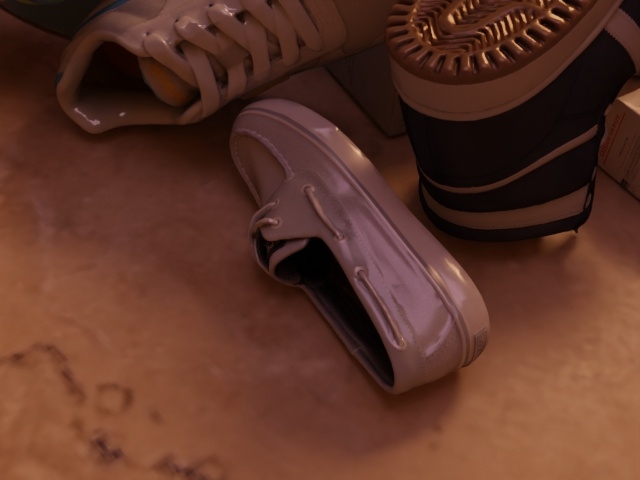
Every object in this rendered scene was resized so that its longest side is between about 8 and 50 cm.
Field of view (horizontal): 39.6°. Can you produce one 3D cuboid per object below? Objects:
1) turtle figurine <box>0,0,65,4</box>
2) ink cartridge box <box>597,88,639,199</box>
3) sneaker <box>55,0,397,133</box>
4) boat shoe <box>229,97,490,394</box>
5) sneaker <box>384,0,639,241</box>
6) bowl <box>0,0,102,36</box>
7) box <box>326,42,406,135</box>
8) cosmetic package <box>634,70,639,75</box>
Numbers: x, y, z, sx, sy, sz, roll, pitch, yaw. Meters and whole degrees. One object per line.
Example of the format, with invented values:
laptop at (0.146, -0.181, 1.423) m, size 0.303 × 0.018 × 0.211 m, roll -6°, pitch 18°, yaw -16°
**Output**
turtle figurine at (-0.260, -0.190, 0.455) m, size 0.275 × 0.197 × 0.266 m, roll -34°, pitch 51°, yaw -24°
ink cartridge box at (0.189, -0.054, 0.511) m, size 0.028 × 0.048 × 0.083 m, roll -22°, pitch 53°, yaw -26°
sneaker at (-0.044, -0.109, 0.472) m, size 0.229 × 0.087 × 0.092 m, roll -10°, pitch 40°, yaw 35°
boat shoe at (0.000, 0.000, 0.434) m, size 0.063 × 0.066 × 0.184 m, roll -25°, pitch 63°, yaw -29°
sneaker at (0.152, -0.110, 0.472) m, size 0.282 × 0.153 × 0.099 m, roll -36°, pitch 53°, yaw -18°
bowl at (-0.103, -0.288, 0.626) m, size 0.312 × 0.163 × 0.311 m, roll 4°, pitch 46°, yaw -4°
box at (0.068, -0.136, 0.541) m, size 0.101 × 0.102 × 0.087 m, roll -17°, pitch 49°, yaw -23°
cosmetic package at (0.302, -0.173, 0.606) m, size 0.238 × 0.107 × 0.127 m, roll 7°, pitch 45°, yaw 4°
